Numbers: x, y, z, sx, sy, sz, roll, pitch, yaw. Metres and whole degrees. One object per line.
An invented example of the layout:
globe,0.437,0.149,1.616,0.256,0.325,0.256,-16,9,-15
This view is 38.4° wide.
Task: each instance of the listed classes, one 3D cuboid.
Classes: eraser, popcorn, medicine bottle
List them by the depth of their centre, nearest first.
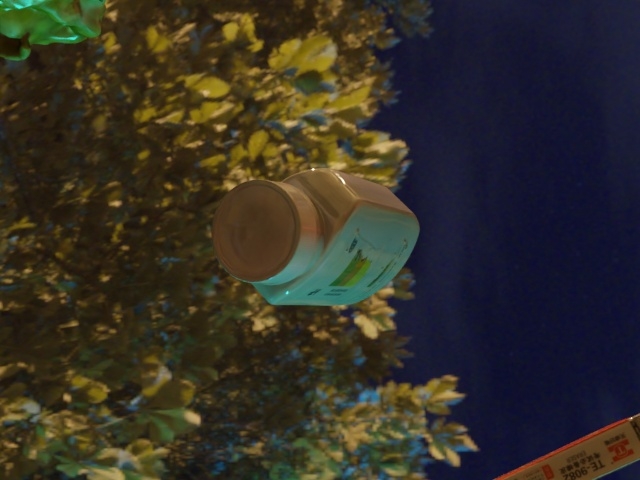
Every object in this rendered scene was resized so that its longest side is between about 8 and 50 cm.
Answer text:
eraser,0.224,0.205,0.831,0.157,0.230,0.038,53,-168,-72
medicine bottle,0.000,0.000,1.044,0.111,0.161,0.296,46,-165,23
popcorn,-0.403,-0.387,1.193,0.292,0.334,0.293,29,-135,-36
